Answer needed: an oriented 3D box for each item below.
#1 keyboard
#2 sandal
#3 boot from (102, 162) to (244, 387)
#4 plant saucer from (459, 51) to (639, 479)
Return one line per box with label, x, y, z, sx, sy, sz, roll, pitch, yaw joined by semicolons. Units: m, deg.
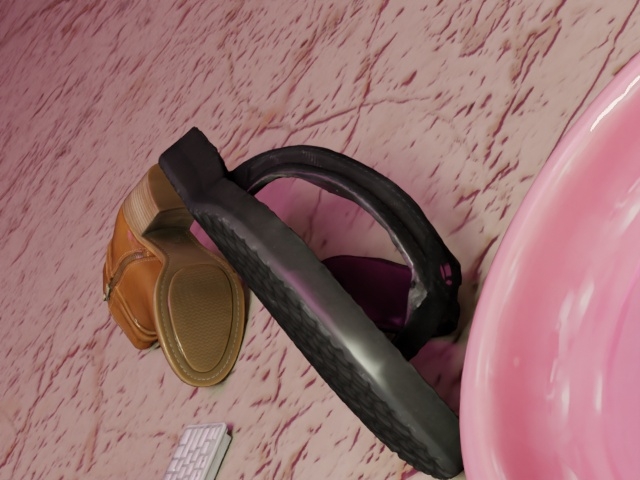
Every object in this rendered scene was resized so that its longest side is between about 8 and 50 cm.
keyboard;-0.129;0.244;0.966;0.072;0.014;0.256;-10;52;56
sandal;-0.002;-0.002;0.872;0.107;0.167;0.446;-39;26;-3
boot;-0.125;0.054;1.117;0.152;0.073;0.197;126;139;-49
plant saucer;0.200;0.019;0.573;0.332;0.084;0.332;-42;29;29
